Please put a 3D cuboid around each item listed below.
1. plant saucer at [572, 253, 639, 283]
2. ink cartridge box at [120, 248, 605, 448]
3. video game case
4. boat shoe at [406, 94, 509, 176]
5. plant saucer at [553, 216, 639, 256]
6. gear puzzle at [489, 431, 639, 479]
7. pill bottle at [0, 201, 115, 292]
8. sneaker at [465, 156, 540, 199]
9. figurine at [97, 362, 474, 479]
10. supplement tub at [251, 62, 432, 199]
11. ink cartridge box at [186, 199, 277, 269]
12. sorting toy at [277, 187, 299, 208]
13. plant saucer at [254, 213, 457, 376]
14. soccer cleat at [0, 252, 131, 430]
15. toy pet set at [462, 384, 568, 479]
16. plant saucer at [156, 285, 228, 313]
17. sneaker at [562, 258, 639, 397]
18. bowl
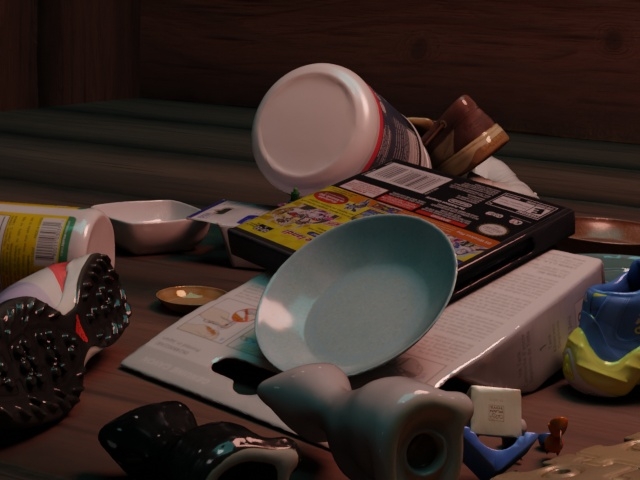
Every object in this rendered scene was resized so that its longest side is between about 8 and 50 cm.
[{"bbox_3d":[0.374,0.063,1.425,0.317,0.044,0.317,2,13,-1],"label":"plant saucer"},{"bbox_3d":[0.050,0.101,1.161,0.308,0.091,0.385,14,33,41],"label":"ink cartridge box"},{"bbox_3d":[0.081,-0.008,1.246,0.248,0.035,0.275,-24,29,-33],"label":"video game case"},{"bbox_3d":[0.168,-0.148,1.913,0.123,0.123,0.342,-39,5,-24],"label":"boat shoe"},{"bbox_3d":[0.419,0.000,1.745,0.198,0.036,0.198,2,11,0],"label":"plant saucer"},{"bbox_3d":[0.219,0.176,0.805,0.338,0.044,0.175,-10,3,-27],"label":"gear puzzle"},{"bbox_3d":[-0.342,0.016,1.307,0.208,0.118,0.117,4,12,7],"label":"pill bottle"},{"bbox_3d":[0.288,-0.063,1.918,0.129,0.111,0.297,18,19,5],"label":"sneaker"},{"bbox_3d":[-0.031,0.139,0.837,0.214,0.092,0.209,-12,12,-26],"label":"figurine"},{"bbox_3d":[0.038,-0.126,1.723,0.191,0.191,0.272,9,-9,27],"label":"supplement tub"},{"bbox_3d":[0.000,0.000,1.588,0.332,0.065,0.165,7,13,13],"label":"ink cartridge box"},{"bbox_3d":[-0.023,-0.043,1.534,0.102,0.042,0.061,-4,14,-31],"label":"sorting toy"},{"bbox_3d":[0.036,0.057,1.061,0.195,0.037,0.195,-18,40,16],"label":"plant saucer"},{"bbox_3d":[-0.265,0.094,1.044,0.116,0.109,0.318,-18,11,11],"label":"soccer cleat"},{"bbox_3d":[0.134,0.161,0.911,0.122,0.065,0.114,5,-27,-2],"label":"toy pet set"},{"bbox_3d":[-0.144,0.068,1.344,0.083,0.015,0.083,2,12,0],"label":"plant saucer"},{"bbox_3d":[0.347,0.082,1.118,0.240,0.126,0.091,-2,13,-17],"label":"sneaker"},{"bbox_3d":[-0.235,-0.017,1.642,0.142,0.053,0.142,-5,14,-35],"label":"bowl"}]
